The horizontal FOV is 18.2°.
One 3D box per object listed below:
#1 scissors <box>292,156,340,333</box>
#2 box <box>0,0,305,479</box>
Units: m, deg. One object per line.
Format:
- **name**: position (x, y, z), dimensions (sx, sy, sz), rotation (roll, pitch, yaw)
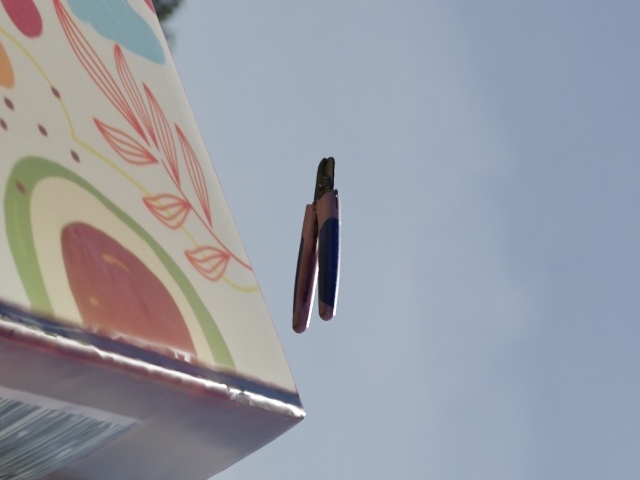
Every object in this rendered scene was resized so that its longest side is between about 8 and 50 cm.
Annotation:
- **scissors**: position (0.000, 0.000, 1.204), dimensions (0.039, 0.012, 0.113), rotation (-27, -130, 50)
- **box**: position (-0.185, -0.108, 0.647), dimensions (0.344, 0.122, 0.385), rotation (26, 39, -64)
